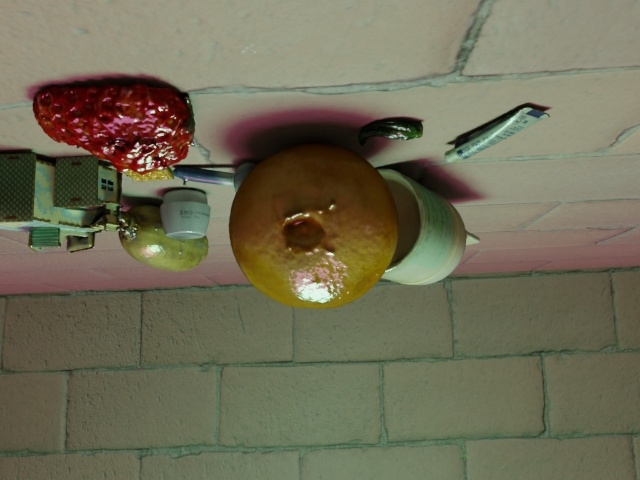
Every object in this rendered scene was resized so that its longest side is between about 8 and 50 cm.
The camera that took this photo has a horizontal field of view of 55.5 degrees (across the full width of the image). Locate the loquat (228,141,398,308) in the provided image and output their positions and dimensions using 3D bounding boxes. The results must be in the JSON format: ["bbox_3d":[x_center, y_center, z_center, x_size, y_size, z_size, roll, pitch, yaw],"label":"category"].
[{"bbox_3d":[-0.013,-0.027,1.143,0.329,0.328,0.328,-2,169,0],"label":"loquat"}]

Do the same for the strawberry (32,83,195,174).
[{"bbox_3d":[-0.310,-0.157,0.921,0.237,0.111,0.190,1,171,-13],"label":"strawberry"}]

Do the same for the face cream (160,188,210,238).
[{"bbox_3d":[-0.319,-0.061,1.437,0.117,0.104,0.117,-1,170,0],"label":"face cream"}]

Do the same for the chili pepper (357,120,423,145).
[{"bbox_3d":[0.118,-0.187,1.055,0.118,0.035,0.055,-9,151,15],"label":"chili pepper"}]

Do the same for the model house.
[{"bbox_3d":[-0.547,-0.071,1.179,0.271,0.178,0.206,-5,168,32],"label":"model house"}]

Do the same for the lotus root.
[{"bbox_3d":[-0.413,-0.006,1.546,0.151,0.169,0.343,-47,159,9],"label":"lotus root"}]

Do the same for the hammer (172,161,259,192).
[{"bbox_3d":[-0.207,-0.127,1.256,0.194,0.069,0.116,7,169,-5],"label":"hammer"}]

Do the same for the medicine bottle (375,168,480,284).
[{"bbox_3d":[0.216,-0.012,1.454,0.236,0.235,0.406,-9,167,30],"label":"medicine bottle"}]

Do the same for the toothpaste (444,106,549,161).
[{"bbox_3d":[0.304,-0.187,1.091,0.062,0.037,0.216,5,163,-32],"label":"toothpaste"}]

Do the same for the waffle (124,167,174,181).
[{"bbox_3d":[-0.351,-0.144,1.218,0.092,0.021,0.135,-2,169,1],"label":"waffle"}]
